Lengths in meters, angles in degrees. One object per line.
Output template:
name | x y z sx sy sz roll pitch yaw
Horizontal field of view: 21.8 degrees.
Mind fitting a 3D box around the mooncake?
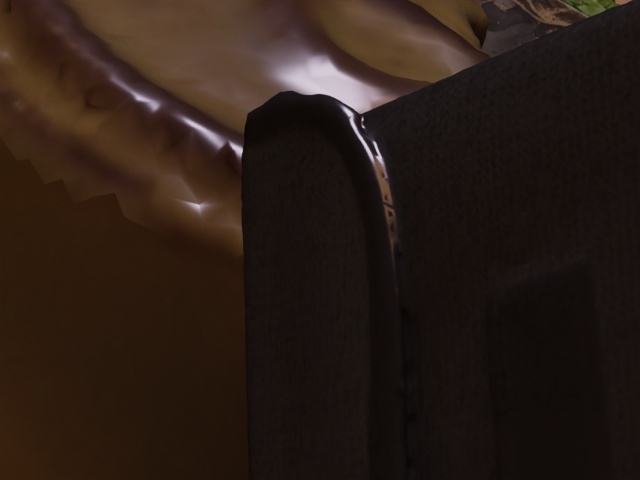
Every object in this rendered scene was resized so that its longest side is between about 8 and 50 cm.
mooncake | 0.000 0.000 0.788 0.394 0.246 0.393 34 24 23

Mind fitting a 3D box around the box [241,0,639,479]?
box | 0.136 0.123 0.439 0.251 0.204 0.345 14 65 -43

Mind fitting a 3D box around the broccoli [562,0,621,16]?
broccoli | 0.142 -0.106 1.208 0.308 0.275 0.308 18 66 -46

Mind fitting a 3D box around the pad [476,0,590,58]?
pad | 0.048 -0.081 1.073 0.367 0.248 0.007 31 -5 2
